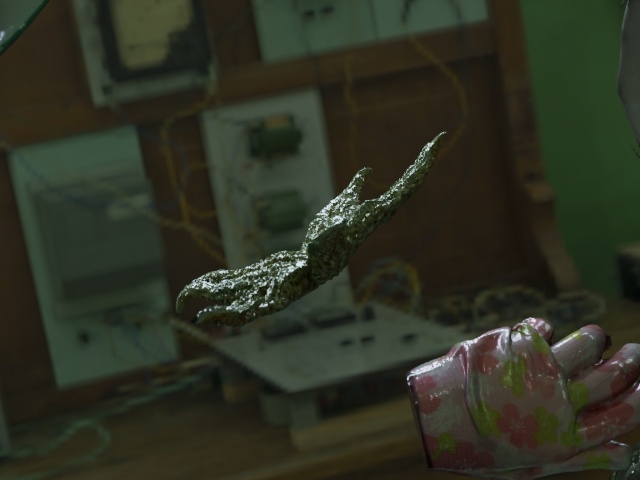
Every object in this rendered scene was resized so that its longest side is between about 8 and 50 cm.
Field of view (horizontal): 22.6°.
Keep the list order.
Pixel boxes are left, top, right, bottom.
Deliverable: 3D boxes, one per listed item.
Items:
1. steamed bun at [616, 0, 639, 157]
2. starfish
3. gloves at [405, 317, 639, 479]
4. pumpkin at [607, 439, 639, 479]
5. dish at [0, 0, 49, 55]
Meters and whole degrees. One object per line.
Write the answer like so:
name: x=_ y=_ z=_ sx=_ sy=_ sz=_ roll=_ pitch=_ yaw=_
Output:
steamed bun: x=0.389 y=-0.150 z=1.160 sx=0.309 sy=0.309 sz=0.309 roll=-10 pitch=9 yaw=2
starfish: x=0.003 y=0.001 z=1.704 sx=0.358 sy=0.078 sz=0.347 roll=-33 pitch=3 yaw=-2
gloves: x=0.202 y=0.139 z=1.401 sx=0.241 sy=0.145 sz=0.126 roll=-13 pitch=-12 yaw=-1
pumpkin: x=0.521 y=0.341 z=2.069 sx=0.323 sy=0.241 sz=0.323 roll=-22 pitch=-26 yaw=-12
dish: x=-0.243 y=-0.260 z=1.370 sx=0.246 sy=0.078 sz=0.224 roll=-26 pitch=31 yaw=55
